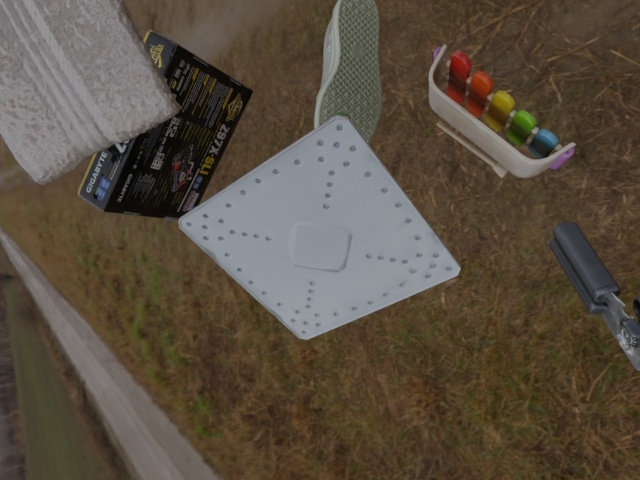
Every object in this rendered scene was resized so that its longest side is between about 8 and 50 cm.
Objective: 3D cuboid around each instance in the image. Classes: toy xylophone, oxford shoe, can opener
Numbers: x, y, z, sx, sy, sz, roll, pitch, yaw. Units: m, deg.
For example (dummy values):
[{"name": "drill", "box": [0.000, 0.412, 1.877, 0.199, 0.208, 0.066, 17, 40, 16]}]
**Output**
[{"name": "toy xylophone", "box": [0.323, -0.231, 0.996, 0.323, 0.236, 0.081, 42, 94, 5]}, {"name": "oxford shoe", "box": [0.068, -0.399, 1.311, 0.130, 0.169, 0.448, 166, 110, -74]}, {"name": "can opener", "box": [0.491, 0.082, 0.858, 0.075, 0.095, 0.283, 74, -177, -49]}]

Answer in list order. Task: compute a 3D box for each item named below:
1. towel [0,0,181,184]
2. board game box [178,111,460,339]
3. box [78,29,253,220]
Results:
[{"name": "towel", "box": [-0.298, -0.225, 0.554, 0.282, 0.187, 0.049, 62, -179, -9]}, {"name": "board game box", "box": [0.000, 0.000, 0.975, 0.390, 0.390, 0.050, -28, 29, 26]}, {"name": "box", "box": [-0.287, -0.198, 0.992, 0.079, 0.257, 0.321, 31, 100, 19]}]
